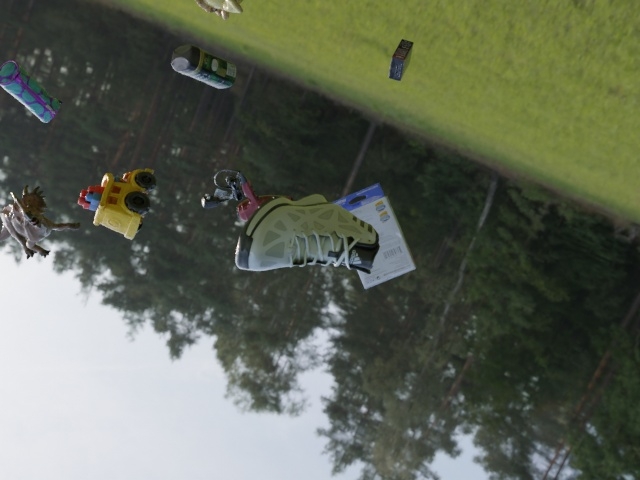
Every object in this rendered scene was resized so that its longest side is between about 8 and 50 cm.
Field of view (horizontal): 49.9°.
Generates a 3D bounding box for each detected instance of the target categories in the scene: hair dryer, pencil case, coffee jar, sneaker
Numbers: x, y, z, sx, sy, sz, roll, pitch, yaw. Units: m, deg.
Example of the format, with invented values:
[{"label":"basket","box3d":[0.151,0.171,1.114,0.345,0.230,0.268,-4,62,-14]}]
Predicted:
[{"label":"hair dryer","box3d":[-0.224,-0.132,2.228,0.294,0.080,0.223,7,155,-26]},{"label":"pencil case","box3d":[-0.651,-0.332,1.538,0.070,0.064,0.151,27,167,30]},{"label":"coffee jar","box3d":[-0.339,-0.506,2.005,0.096,0.079,0.184,3,174,40]},{"label":"sneaker","box3d":[0.000,-0.001,1.706,0.258,0.169,0.448,22,-156,23]}]

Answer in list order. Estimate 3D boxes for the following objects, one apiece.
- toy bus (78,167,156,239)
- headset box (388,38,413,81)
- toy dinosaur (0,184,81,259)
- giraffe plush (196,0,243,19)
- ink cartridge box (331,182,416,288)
[{"label":"toy bus","box3d":[-0.647,-0.140,2.181,0.212,0.149,0.220,18,-128,-16]},{"label":"headset box","box3d":[0.186,-0.416,1.595,0.032,0.062,0.083,19,-127,11]},{"label":"toy dinosaur","box3d":[-0.801,-0.058,1.858,0.296,0.127,0.200,-2,140,32]},{"label":"giraffe plush","box3d":[-0.167,-0.456,1.115,0.170,0.210,0.181,60,-161,-29]},{"label":"ink cartridge box","box3d":[0.176,-0.017,2.282,0.311,0.186,0.065,67,-167,-3]}]
